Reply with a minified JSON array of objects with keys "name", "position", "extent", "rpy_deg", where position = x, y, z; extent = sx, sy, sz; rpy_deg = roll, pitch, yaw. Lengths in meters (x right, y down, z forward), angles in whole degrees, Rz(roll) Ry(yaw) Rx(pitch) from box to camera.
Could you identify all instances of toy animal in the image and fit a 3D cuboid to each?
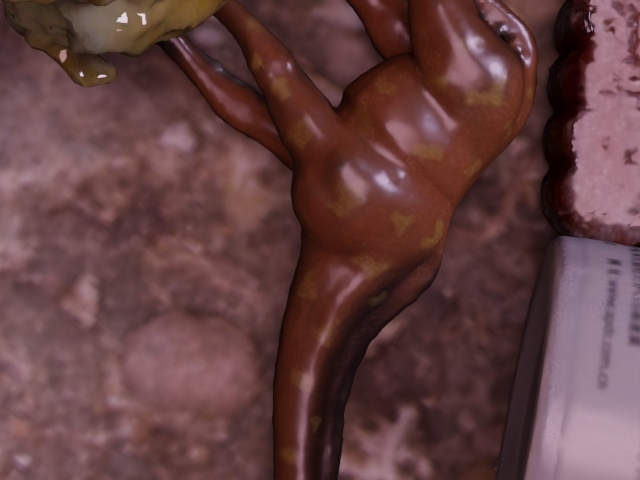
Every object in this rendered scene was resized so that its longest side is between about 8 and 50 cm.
[{"name":"toy animal","position":[0.000,0.000,0.614],"extent":[0.224,0.066,0.230],"rpy_deg":[-34,88,2]}]

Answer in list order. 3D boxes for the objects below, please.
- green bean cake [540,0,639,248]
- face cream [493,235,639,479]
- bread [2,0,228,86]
[{"name":"green bean cake","position":[0.158,-0.056,0.626],"extent":[0.135,0.056,0.136],"rpy_deg":[6,91,-5]},{"name":"face cream","position":[0.251,0.101,0.567],"extent":[0.369,0.145,0.145],"rpy_deg":[12,90,4]},{"name":"bread","position":[-0.049,-0.205,0.550],"extent":[0.252,0.238,0.196],"rpy_deg":[-34,131,1]}]
